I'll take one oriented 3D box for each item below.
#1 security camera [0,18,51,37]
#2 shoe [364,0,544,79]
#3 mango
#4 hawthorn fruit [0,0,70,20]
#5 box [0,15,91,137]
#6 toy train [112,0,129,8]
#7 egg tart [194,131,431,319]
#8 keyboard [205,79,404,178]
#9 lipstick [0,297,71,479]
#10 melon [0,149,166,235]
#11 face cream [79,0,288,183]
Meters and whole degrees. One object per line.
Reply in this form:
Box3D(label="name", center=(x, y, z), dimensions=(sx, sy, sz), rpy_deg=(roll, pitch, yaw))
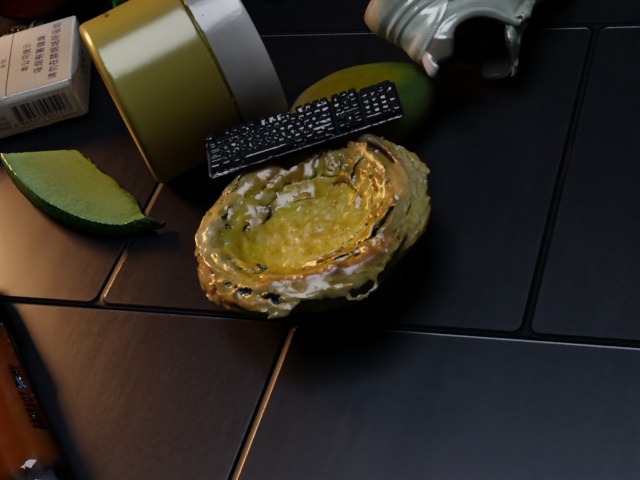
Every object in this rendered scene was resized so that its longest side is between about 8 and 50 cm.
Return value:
Box3D(label="security camera", center=(-0.441, -0.301, 1.814), dimensions=(0.092, 0.058, 0.058), rpy_deg=(4, 48, 35))
Box3D(label="shoe", center=(0.216, -0.273, 1.491), dimensions=(0.316, 0.124, 0.159), rpy_deg=(-20, 66, -25))
Box3D(label="mango", center=(0.054, -0.158, 1.464), dimensions=(0.194, 0.092, 0.130), rpy_deg=(-29, 41, -22))
Box3D(label="hawthorn fruit", center=(-0.473, -0.452, 1.828), dimensions=(0.284, 0.285, 0.369), rpy_deg=(4, 65, 23))
Box3D(label="box", center=(-0.455, -0.215, 1.713), dimensions=(0.259, 0.071, 0.168), rpy_deg=(-14, 44, 5))
Box3D(label="toy train", center=(-0.222, -0.433, 1.809), dimensions=(0.188, 0.132, 0.243), rpy_deg=(-2, 46, 7))
Box3D(label="egg tart", center=(0.000, 0.000, 1.314), dimensions=(0.290, 0.107, 0.291), rpy_deg=(-14, 39, 11))
Box3D(label="keyboard", center=(-0.021, -0.128, 1.376), dimensions=(0.231, 0.023, 0.072), rpy_deg=(-17, 38, 6))
Box3D(label="lipstick", center=(-0.355, 0.139, 1.322), dimensions=(0.077, 0.077, 0.418), rpy_deg=(-29, 46, -9))
Box3D(label="melon", center=(-0.291, -0.055, 1.529), dimensions=(0.261, 0.053, 0.114), rpy_deg=(27, 42, 33))
Box3D(label="face cream", center=(-0.166, -0.203, 1.488), dimensions=(0.179, 0.218, 0.218), rpy_deg=(-28, 44, -6))
